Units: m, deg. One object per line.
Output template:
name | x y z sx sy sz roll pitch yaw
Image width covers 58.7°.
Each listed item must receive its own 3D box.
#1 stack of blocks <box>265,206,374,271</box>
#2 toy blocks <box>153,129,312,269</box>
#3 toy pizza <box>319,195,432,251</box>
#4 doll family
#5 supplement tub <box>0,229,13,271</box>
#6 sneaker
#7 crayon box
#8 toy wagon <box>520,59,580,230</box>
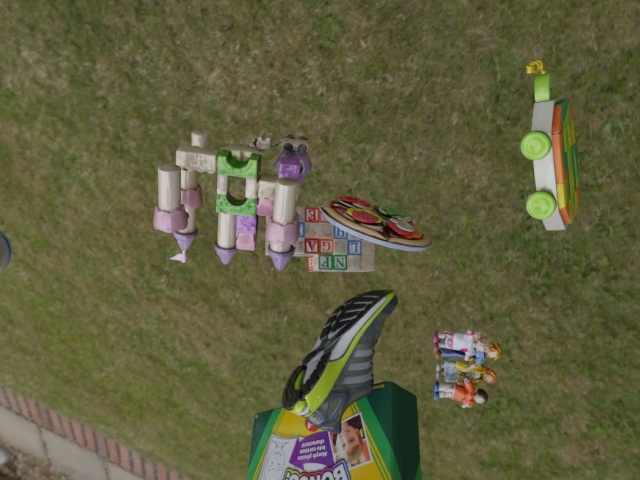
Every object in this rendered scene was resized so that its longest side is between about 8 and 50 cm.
stack of blocks | 0.000 0.000 1.580 0.087 0.296 0.171 165 107 -67
toy blocks | -0.174 -0.064 1.210 0.288 0.309 0.260 6 118 -1
toy pizza | 0.096 -0.036 0.955 0.201 0.201 0.032 22 107 13
doll family | 0.386 0.311 1.490 0.163 0.118 0.263 3 119 18
supplement tub | -0.439 0.022 0.707 0.070 0.107 0.071 -1 102 -6
sneaker | 0.055 0.212 1.037 0.121 0.300 0.111 49 155 -20
crayon box | 0.014 0.465 1.082 0.362 0.313 0.106 -24 136 34
toy wagon | 0.482 -0.200 1.185 0.068 0.267 0.345 -1 107 33
